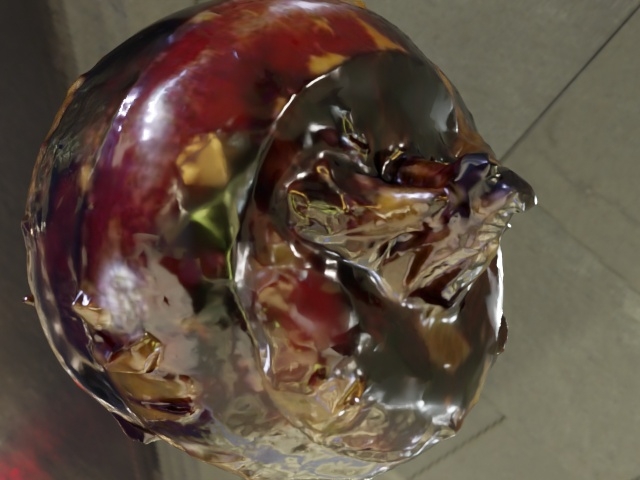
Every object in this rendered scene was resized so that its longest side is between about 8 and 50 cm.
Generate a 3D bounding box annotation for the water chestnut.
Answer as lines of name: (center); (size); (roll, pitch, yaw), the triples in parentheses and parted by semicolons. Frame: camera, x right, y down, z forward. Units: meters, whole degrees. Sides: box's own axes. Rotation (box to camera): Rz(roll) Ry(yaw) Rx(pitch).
water chestnut: (0.000, 0.000, 0.610); (0.300, 0.300, 0.300); (31, 148, 22)
